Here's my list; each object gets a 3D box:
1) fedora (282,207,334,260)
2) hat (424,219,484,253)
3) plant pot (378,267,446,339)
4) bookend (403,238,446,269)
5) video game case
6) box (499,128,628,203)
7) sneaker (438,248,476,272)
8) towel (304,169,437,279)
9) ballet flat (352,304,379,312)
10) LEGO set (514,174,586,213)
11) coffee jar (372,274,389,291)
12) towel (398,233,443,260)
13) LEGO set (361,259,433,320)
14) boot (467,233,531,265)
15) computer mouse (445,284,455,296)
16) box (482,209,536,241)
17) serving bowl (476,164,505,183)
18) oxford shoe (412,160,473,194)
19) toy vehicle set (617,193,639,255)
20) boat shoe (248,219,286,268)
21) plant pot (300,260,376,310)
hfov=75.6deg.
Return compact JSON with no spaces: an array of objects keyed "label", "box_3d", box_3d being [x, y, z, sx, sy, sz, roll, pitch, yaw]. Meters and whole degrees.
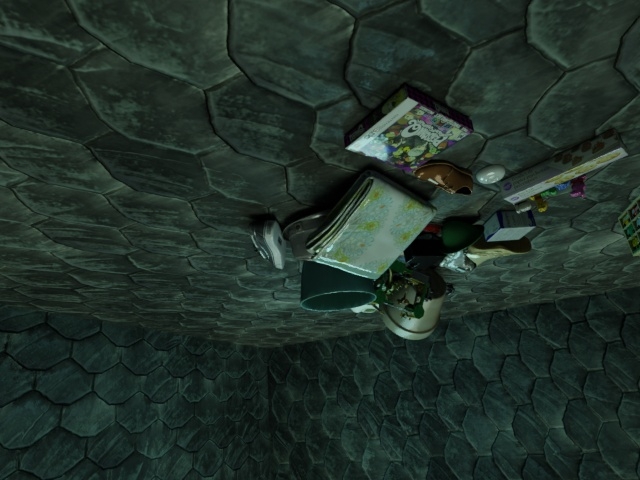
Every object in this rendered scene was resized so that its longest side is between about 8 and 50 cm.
[{"label":"fedora","box_3d":[0.000,0.000,1.427,0.275,0.125,0.243,-18,160,27]},{"label":"hat","box_3d":[0.472,-0.067,1.517,0.208,0.184,0.173,-43,-166,-32]},{"label":"plant pot","box_3d":[0.484,0.290,2.069,0.322,0.323,0.280,0,141,-14]},{"label":"bookend","box_3d":[0.387,0.059,1.646,0.156,0.073,0.157,1,156,-22]},{"label":"video game case","box_3d":[0.209,-0.254,0.987,0.232,0.042,0.210,11,154,-35]},{"label":"box","box_3d":[0.685,-0.204,1.187,0.067,0.063,0.324,16,150,-38]},{"label":"sneaker","box_3d":[0.586,0.056,1.670,0.132,0.086,0.229,29,146,5]},{"label":"towel","box_3d":[0.166,-0.032,1.292,0.374,0.090,0.320,18,122,-44]},{"label":"ballet flat","box_3d":[0.242,0.344,2.284,0.400,0.139,0.139,11,152,-41]},{"label":"LEGO set","box_3d":[0.724,-0.138,1.314,0.227,0.093,0.087,-22,152,34]},{"label":"coffee jar","box_3d":[0.304,0.194,2.017,0.079,0.096,0.184,-9,158,15]},{"label":"towel","box_3d":[0.441,0.042,1.766,0.209,0.034,0.285,-25,152,34]},{"label":"LEGO set","box_3d":[0.305,0.204,1.802,0.331,0.255,0.192,15,169,-26]},{"label":"boot","box_3d":[0.726,0.045,1.752,0.261,0.095,0.203,-1,157,-5]},{"label":"computer mouse","box_3d":[0.654,0.307,2.423,0.184,0.060,0.262,16,138,-34]},{"label":"box","box_3d":[0.699,-0.054,1.538,0.137,0.072,0.126,-4,158,-5]},{"label":"serving bowl","box_3d":[0.507,-0.191,1.225,0.083,0.027,0.083,-5,157,-2]},{"label":"oxford shoe","box_3d":[0.357,-0.173,1.176,0.212,0.076,0.076,7,156,-24]},{"label":"toy vehicle set","box_3d":[1.178,-0.063,1.501,0.035,0.166,0.267,-11,156,13]},{"label":"boat shoe","box_3d":[-0.187,0.016,1.467,0.102,0.108,0.301,5,158,8]},{"label":"plant pot","box_3d":[0.057,0.127,1.619,0.292,0.235,0.293,-5,158,-2]}]
